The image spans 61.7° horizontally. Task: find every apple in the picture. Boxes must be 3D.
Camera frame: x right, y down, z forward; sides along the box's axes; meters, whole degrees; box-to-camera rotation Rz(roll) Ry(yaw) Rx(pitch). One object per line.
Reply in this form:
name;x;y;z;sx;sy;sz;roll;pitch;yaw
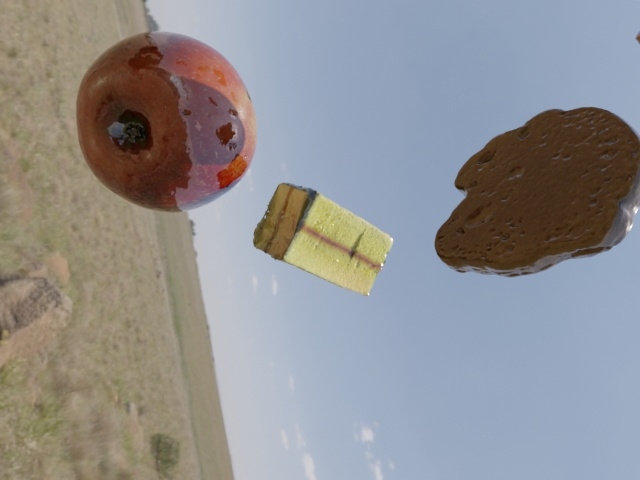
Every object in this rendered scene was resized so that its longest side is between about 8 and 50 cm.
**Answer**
apple;-0.297;-0.223;1.049;0.277;0.348;0.349;-51;137;-67

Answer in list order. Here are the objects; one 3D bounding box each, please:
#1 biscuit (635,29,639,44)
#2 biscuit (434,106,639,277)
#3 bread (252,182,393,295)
biscuit;0.830;-0.533;1.147;0.047;0.202;0.334;44;-22;-5
biscuit;0.368;-0.078;0.946;0.381;0.074;0.359;-39;-150;28
bread;0.004;0.002;1.207;0.163;0.264;0.168;22;-96;56
